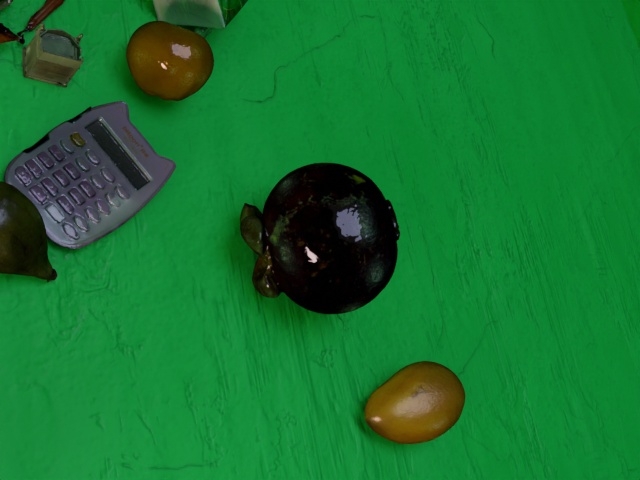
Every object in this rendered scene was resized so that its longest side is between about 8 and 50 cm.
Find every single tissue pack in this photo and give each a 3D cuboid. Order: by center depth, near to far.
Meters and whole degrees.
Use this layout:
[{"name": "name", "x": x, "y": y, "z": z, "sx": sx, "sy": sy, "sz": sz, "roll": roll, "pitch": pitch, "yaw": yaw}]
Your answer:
[{"name": "tissue pack", "x": -0.213, "y": -0.491, "z": 1.814, "sx": 0.209, "sy": 0.148, "sz": 0.156, "roll": -61, "pitch": 149, "yaw": -43}]

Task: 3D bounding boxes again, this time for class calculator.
[{"name": "calculator", "x": -0.384, "y": -0.105, "z": 1.523, "sx": 0.194, "sy": 0.043, "sz": 0.294, "roll": 51, "pitch": 48, "yaw": -6}]

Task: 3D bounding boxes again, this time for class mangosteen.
[{"name": "mangosteen", "x": 0.000, "y": 0.000, "z": 1.639, "sx": 0.288, "sy": 0.288, "sz": 0.288, "roll": 20, "pitch": 55, "yaw": -31}]

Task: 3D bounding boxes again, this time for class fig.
[{"name": "fig", "x": -0.474, "y": 0.000, "z": 1.358, "sx": 0.127, "sy": 0.185, "sz": 0.133, "roll": 9, "pitch": 55, "yaw": 11}]

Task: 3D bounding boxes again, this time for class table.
[{"name": "table", "x": -0.448, "y": -0.312, "z": 1.548, "sx": 0.079, "sy": 0.083, "sz": 0.062, "roll": 9, "pitch": 62, "yaw": -36}]

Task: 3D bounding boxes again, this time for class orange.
[{"name": "orange", "x": -0.273, "y": -0.322, "z": 1.665, "sx": 0.159, "sy": 0.159, "sz": 0.136, "roll": 9, "pitch": 102, "yaw": -37}]

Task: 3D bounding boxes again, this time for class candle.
[{"name": "candle", "x": -0.486, "y": -0.394, "z": 1.608, "sx": 0.026, "sy": 0.021, "sz": 0.167, "roll": 23, "pitch": 50, "yaw": 4}]

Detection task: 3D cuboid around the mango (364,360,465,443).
[{"name": "mango", "x": 0.174, "y": 0.306, "z": 1.718, "sx": 0.219, "sy": 0.112, "sz": 0.145, "roll": -15, "pitch": 77, "yaw": -32}]

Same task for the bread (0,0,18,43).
[{"name": "bread", "x": -0.609, "y": -0.399, "z": 1.466, "sx": 0.269, "sy": 0.095, "sz": 0.139, "roll": 26, "pitch": 53, "yaw": -45}]
